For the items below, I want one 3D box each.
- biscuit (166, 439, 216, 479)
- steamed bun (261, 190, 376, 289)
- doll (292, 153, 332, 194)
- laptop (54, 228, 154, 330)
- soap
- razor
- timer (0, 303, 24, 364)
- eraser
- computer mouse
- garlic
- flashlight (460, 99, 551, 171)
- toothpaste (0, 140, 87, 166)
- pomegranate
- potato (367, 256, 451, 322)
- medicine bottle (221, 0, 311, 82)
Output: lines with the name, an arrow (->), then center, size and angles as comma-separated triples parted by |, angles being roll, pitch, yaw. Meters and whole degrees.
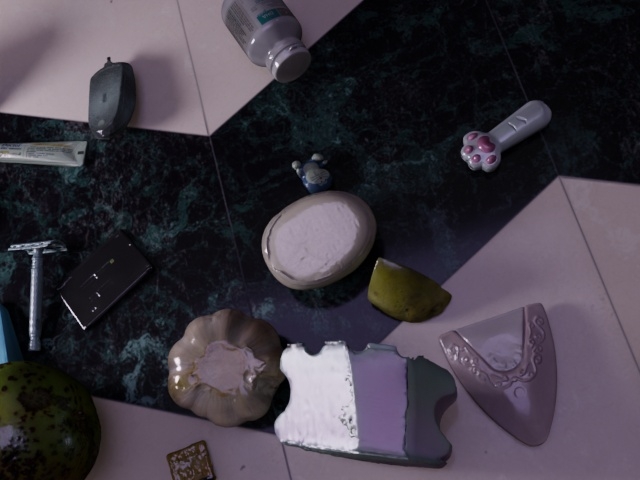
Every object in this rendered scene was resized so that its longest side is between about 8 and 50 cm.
biscuit -> -0.248, 0.434, 1.433 | 0.083, 0.018, 0.081 | -23, 69, 2
steamed bun -> 0.000, 0.000, 1.466 | 0.228, 0.131, 0.177 | -32, 80, -2
doll -> -0.010, -0.136, 1.556 | 0.076, 0.050, 0.083 | -27, 67, -18
laptop -> -0.462, 0.079, 1.590 | 0.197, 0.016, 0.135 | -42, 69, -5
soap -> 0.081, 0.272, 1.195 | 0.261, 0.446, 0.156 | 5, 73, 12
razor -> -0.601, 0.117, 1.585 | 0.106, 0.068, 0.232 | -5, 80, 20
timer -> -0.737, 0.271, 1.566 | 0.232, 0.091, 0.250 | -27, 58, 2
eraser -> 0.350, 0.249, 1.355 | 0.204, 0.059, 0.243 | -20, 65, 4
computer mouse -> -0.469, -0.315, 1.694 | 0.113, 0.068, 0.229 | -15, 59, 19
garlic -> -0.174, 0.237, 1.412 | 0.228, 0.152, 0.227 | -1, 71, 2
flashlight -> 0.376, -0.215, 1.508 | 0.200, 0.047, 0.093 | -33, 69, 0
toothpaste -> -0.654, -0.199, 1.706 | 0.255, 0.037, 0.067 | 1, 67, 8
pomegranate -> -0.591, 0.372, 1.382 | 0.341, 0.285, 0.285 | -14, 70, 6
potato -> 0.163, 0.102, 1.407 | 0.149, 0.120, 0.081 | 17, 75, 16
medicine bottle -> -0.113, -0.451, 1.631 | 0.135, 0.135, 0.215 | -34, 69, -1
